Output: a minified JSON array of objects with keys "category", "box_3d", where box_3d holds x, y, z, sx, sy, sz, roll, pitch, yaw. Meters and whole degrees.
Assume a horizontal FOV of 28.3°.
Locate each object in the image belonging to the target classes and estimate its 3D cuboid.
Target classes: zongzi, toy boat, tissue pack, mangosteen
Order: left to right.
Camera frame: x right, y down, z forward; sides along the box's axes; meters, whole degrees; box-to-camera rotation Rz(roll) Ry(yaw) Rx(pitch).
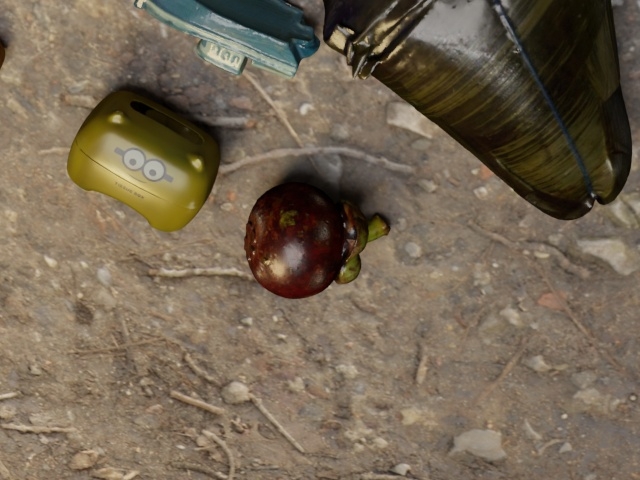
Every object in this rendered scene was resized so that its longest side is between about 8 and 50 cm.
[{"category":"tissue pack","box_3d":[-0.214,-0.105,1.581,0.178,0.123,0.127,30,128,-9]},{"category":"toy boat","box_3d":[-0.113,-0.240,1.477,0.215,0.088,0.102,23,132,-6]},{"category":"mangosteen","box_3d":[-0.008,0.009,1.614,0.181,0.156,0.145,20,96,-24]},{"category":"zongzi","box_3d":[0.275,-0.258,1.322,0.403,0.208,0.432,38,114,-22]}]

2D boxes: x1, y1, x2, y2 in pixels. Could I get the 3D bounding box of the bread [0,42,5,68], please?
[{"category":"bread","box_3d":[-0.485,-0.246,1.577,0.187,0.065,0.103,26,130,-9]}]
